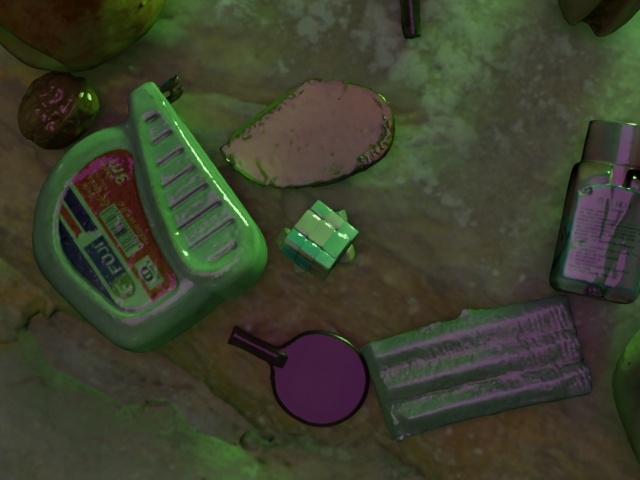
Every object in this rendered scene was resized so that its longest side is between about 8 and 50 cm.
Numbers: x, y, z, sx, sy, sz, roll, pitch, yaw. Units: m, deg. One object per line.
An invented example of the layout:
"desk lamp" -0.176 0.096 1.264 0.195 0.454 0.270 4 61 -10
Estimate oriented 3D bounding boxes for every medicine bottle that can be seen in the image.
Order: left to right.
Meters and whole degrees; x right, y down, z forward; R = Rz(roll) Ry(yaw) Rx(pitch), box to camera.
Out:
"medicine bottle" 0.310 -0.031 1.438 0.094 0.119 0.187 12 88 6

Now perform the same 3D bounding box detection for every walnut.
"walnut" -0.300 -0.151 1.529 0.079 0.082 0.096 36 103 -30

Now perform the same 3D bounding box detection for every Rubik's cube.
"Rubik's cube" 0.000 0.003 1.496 0.084 0.073 0.075 -33 76 -21

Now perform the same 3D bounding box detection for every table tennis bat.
"table tennis bat" -0.030 0.142 1.465 0.170 0.119 0.107 26 89 5

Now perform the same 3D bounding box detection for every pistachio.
"pistachio" 0.318 -0.316 1.460 0.124 0.124 0.184 22 95 7

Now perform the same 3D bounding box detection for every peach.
"peach" -0.266 -0.315 1.464 0.232 0.232 0.256 30 80 7

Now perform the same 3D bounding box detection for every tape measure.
"tape measure" -0.193 -0.017 1.488 0.246 0.125 0.243 -35 77 0

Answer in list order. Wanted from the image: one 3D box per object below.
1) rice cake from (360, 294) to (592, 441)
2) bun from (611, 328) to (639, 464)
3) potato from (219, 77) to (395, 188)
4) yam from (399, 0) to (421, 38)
"rice cake" 0.172 0.139 1.482 0.237 0.043 0.127 -16 84 4
"bun" 0.444 0.166 1.396 0.273 0.168 0.272 1 100 7
"potato" -0.011 -0.116 1.511 0.198 0.054 0.119 -22 89 9
"yam" 0.092 -0.345 1.527 0.027 0.029 0.234 -3 85 -21
